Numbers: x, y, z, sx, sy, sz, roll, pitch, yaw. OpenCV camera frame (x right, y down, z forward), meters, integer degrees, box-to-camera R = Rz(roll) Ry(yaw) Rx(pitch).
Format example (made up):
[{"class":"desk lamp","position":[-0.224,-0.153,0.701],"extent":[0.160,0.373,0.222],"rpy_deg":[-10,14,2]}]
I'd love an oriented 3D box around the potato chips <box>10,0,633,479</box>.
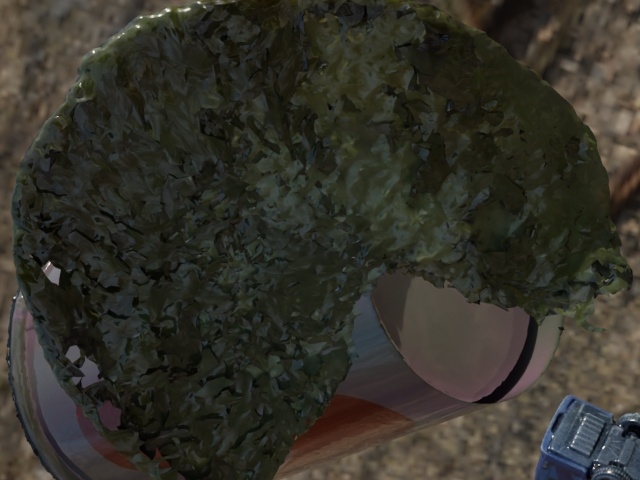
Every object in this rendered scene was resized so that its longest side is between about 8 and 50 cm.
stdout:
[{"class":"potato chips","position":[0.001,0.001,0.605],"extent":[0.029,0.220,0.202],"rpy_deg":[-118,9,-73]}]

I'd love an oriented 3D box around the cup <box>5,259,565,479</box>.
[{"class":"cup","position":[-0.017,0.046,0.889],"extent":[0.288,0.203,0.203],"rpy_deg":[-21,61,50]}]

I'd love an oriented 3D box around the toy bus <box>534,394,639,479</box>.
[{"class":"toy bus","position":[0.282,0.214,1.300],"extent":[0.079,0.236,0.094],"rpy_deg":[-53,-18,-46]}]
